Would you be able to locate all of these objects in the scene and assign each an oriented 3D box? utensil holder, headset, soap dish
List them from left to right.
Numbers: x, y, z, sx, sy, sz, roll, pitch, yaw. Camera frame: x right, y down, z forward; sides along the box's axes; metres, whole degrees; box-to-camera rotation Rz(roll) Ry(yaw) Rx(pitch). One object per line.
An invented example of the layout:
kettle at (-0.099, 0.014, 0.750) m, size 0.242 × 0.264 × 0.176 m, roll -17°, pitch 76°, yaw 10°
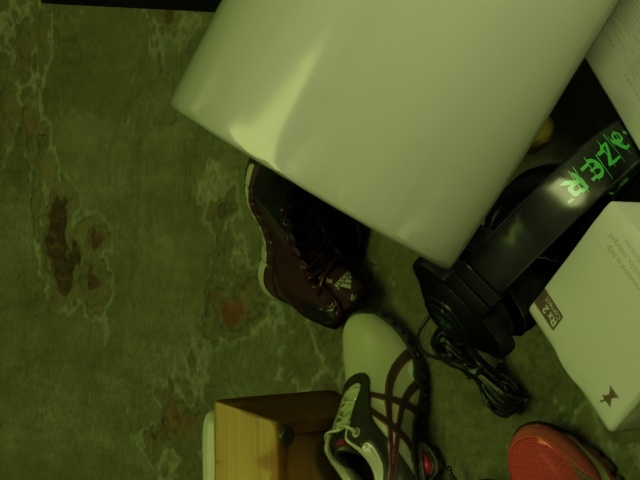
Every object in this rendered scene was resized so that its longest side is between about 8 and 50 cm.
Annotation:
soap dish at (-0.032, 0.330, 1.900) m, size 0.118 × 0.229 × 0.291 m, roll -3°, pitch 86°, yaw 38°
utensil holder at (0.084, -0.214, 1.438) m, size 0.327 × 0.327 × 0.385 m, roll 35°, pitch 95°, yaw 47°
headset at (0.215, 0.040, 1.598) m, size 0.185 × 0.243 × 0.394 m, roll 47°, pitch 145°, yaw 8°

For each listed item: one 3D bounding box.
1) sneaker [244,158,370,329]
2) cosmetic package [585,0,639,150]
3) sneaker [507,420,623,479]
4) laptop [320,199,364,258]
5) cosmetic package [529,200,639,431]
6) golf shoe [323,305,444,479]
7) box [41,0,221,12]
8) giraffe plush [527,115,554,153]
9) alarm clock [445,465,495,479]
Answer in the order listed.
sneaker at (0.000, 0.000, 1.922) m, size 0.162 × 0.106 × 0.281 m, roll 39°, pitch 152°, yaw 33°
cosmetic package at (0.392, -0.174, 1.399) m, size 0.284 × 0.097 × 0.377 m, roll -60°, pitch 34°, yaw 35°
sneaker at (0.246, 0.326, 1.598) m, size 0.116 × 0.136 × 0.314 m, roll -42°, pitch 57°, yaw 43°
laptop at (0.020, -0.152, 2.005) m, size 0.234 × 0.136 × 0.264 m, roll 34°, pitch 141°, yaw 48°
cosmetic package at (0.327, 0.068, 1.460) m, size 0.151 × 0.183 × 0.151 m, roll -58°, pitch 48°, yaw 34°
golf shoe at (0.062, 0.205, 1.857) m, size 0.105 × 0.120 × 0.273 m, roll -38°, pitch 59°, yaw 47°
box at (-0.182, -0.465, 1.992) m, size 0.179 × 0.343 × 0.313 m, roll -25°, pitch 71°, yaw 57°
giraffe plush at (0.183, -0.212, 1.682) m, size 0.170 × 0.210 × 0.181 m, roll -57°, pitch 5°, yaw -6°
alarm clock at (0.183, 0.338, 1.743) m, size 0.192 × 0.064 × 0.129 m, roll 27°, pitch 110°, yaw 45°
